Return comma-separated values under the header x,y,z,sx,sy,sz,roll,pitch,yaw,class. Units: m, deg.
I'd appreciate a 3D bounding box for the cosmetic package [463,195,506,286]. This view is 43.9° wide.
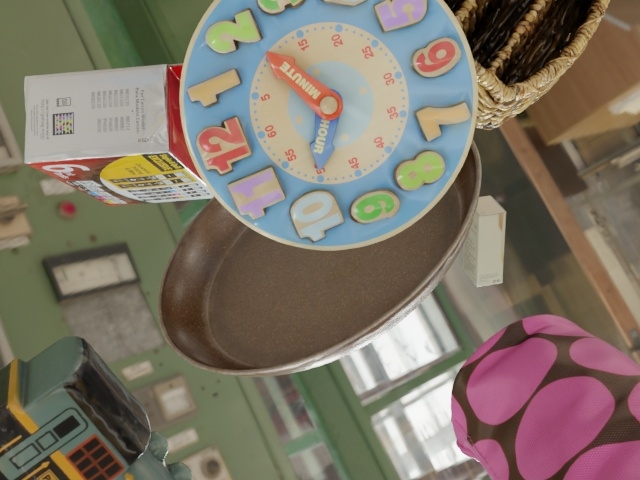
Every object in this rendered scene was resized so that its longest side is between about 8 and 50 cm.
x,y,z,sx,sy,sz,roll,pitch,yaw,class
0.231,0.001,1.125,0.041,0.115,0.060,-9,-150,-9,cosmetic package

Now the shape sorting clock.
x,y,z,sx,sy,sz,roll,pitch,yaw,class
0.006,-0.093,0.545,0.206,0.206,0.040,-28,-168,7,shape sorting clock

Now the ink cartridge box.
x,y,z,sx,sy,sz,roll,pitch,yaw,class
-0.250,-0.150,1.201,0.271,0.130,0.309,-4,172,6,ink cartridge box

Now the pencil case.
x,y,z,sx,sy,sz,roll,pitch,yaw,class
0.120,0.102,0.330,0.098,0.095,0.209,-40,-167,2,pencil case

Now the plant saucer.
x,y,z,sx,sy,sz,roll,pitch,yaw,class
0.000,0.000,0.693,0.310,0.050,0.311,-23,-144,18,plant saucer

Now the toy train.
x,y,z,sx,sy,sz,roll,pitch,yaw,class
-0.188,0.239,0.648,0.190,0.334,0.142,-36,-160,-7,toy train

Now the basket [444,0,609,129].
x,y,z,sx,sy,sz,roll,pitch,yaw,class
0.250,-0.313,0.998,0.299,0.213,0.223,-53,170,-11,basket
